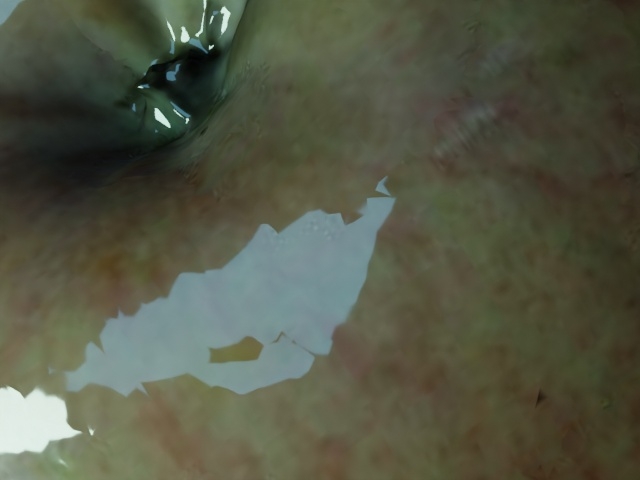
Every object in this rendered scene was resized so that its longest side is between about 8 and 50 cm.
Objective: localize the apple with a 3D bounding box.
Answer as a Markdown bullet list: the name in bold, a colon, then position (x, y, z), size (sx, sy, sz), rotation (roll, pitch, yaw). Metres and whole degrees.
- **apple**: position (0.000, 0.000, 0.506), size (0.345, 0.269, 0.344), rotation (-3, 82, 20)
